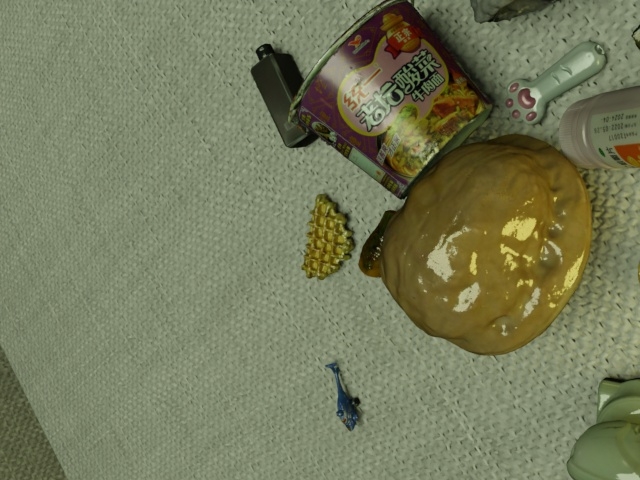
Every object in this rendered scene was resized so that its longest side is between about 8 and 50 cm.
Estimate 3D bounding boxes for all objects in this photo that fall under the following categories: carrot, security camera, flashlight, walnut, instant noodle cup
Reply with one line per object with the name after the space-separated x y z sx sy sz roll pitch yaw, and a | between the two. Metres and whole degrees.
0.143 0.003 1.575 0.082 0.082 0.173 39 119 24 | carrot
0.539 0.362 1.233 0.191 0.277 0.196 7 104 37 | security camera
0.423 -0.286 1.317 0.200 0.048 0.093 -34 79 38 | flashlight
0.285 0.009 1.291 0.384 0.384 0.383 9 106 35 | walnut
0.145 -0.250 1.384 0.266 0.340 0.340 47 124 7 | instant noodle cup

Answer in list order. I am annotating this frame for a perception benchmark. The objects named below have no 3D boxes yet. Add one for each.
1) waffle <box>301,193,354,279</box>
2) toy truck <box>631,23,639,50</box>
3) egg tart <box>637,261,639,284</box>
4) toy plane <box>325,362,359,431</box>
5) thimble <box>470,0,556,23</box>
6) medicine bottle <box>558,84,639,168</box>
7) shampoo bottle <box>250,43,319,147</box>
0.000 0.000 1.703 0.160 0.046 0.192 53 126 13 | waffle
0.608 -0.274 1.134 0.127 0.127 0.257 -48 68 36 | toy truck
0.607 0.056 1.262 0.105 0.039 0.105 9 106 35 | egg tart
0.051 0.376 1.744 0.054 0.062 0.167 -24 76 38 | toy plane
0.353 -0.478 1.220 0.246 0.217 0.157 -16 89 45 | thimble
0.504 -0.181 1.155 0.250 0.133 0.133 -166 67 -72 | medicine bottle
-0.081 -0.336 1.665 0.080 0.079 0.246 -29 82 36 | shampoo bottle
